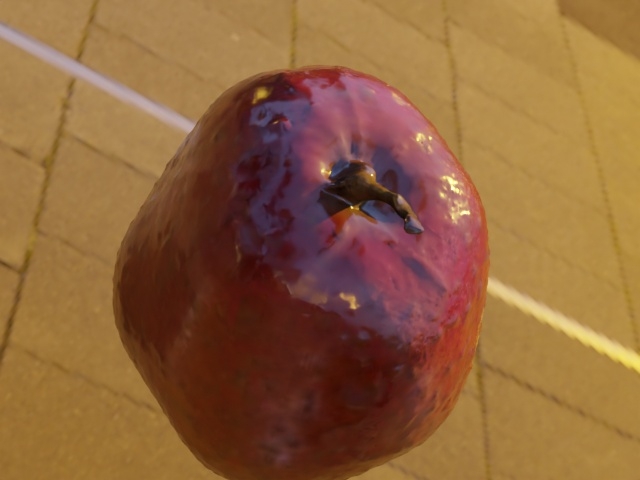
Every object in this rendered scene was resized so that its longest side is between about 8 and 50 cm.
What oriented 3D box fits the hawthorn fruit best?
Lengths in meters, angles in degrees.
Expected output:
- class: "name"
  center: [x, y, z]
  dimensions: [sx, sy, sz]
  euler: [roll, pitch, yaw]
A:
- class: "hawthorn fruit"
  center: [0.000, 0.000, 0.552]
  dimensions: [0.162, 0.203, 0.163]
  euler: [8, 56, -11]
